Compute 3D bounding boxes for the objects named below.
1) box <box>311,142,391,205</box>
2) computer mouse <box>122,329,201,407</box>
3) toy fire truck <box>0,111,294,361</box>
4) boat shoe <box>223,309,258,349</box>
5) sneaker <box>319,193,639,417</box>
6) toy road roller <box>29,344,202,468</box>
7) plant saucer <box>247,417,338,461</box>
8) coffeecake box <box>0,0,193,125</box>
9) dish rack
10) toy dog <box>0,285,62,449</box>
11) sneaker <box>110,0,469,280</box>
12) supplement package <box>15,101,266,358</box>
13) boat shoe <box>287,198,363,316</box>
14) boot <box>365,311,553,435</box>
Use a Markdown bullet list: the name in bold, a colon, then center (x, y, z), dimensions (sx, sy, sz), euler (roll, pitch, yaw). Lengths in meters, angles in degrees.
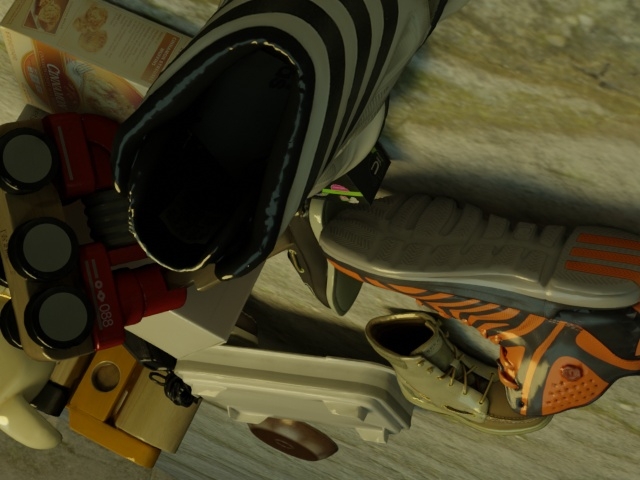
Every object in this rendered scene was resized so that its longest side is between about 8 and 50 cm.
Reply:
- **box**: center (0.010, -0.072, 1.017), dimensions (0.083, 0.052, 0.062), euler (9, 154, 37)
- **computer mouse**: center (-0.262, 0.129, 1.670), dimensions (0.272, 0.072, 0.188), euler (45, -178, 5)
- **toy fire truck**: center (-0.175, -0.017, 1.035), dimensions (0.246, 0.217, 0.158), euler (-13, 180, -31)
- **boat shoe**: center (-0.226, 0.068, 1.518), dimensions (0.324, 0.096, 0.116), euler (21, 147, -18)
- **sneaker**: center (0.149, 0.070, 1.023), dimensions (0.321, 0.124, 0.180), euler (13, 131, 29)
- **toy road roller**: center (-0.348, 0.248, 1.944), dimensions (0.329, 0.202, 0.240), euler (24, 171, 16)
- **plant saucer**: center (-0.064, 0.379, 2.138), dimensions (0.198, 0.036, 0.198), euler (22, 159, 9)
- **coffeecake box**: center (-0.187, -0.150, 1.028), dimensions (0.185, 0.068, 0.142), euler (23, 158, 4)
- **dish rack**: center (-0.033, 0.221, 1.581), dimensions (0.333, 0.072, 0.285), euler (6, 162, 17)
- **toy dog**: center (-0.475, 0.109, 1.641), dimensions (0.395, 0.284, 0.408), euler (40, -179, 0)
- **sneaker**: center (-0.064, -0.079, 0.768), dimensions (0.169, 0.257, 0.447), euler (41, 155, 0)
- **supplement package**: center (-0.212, -0.024, 1.193), dimensions (0.293, 0.177, 0.175), euler (31, 158, -15)
- **boat shoe**: center (0.000, 0.000, 1.161), dimensions (0.069, 0.081, 0.228), euler (20, 151, 21)
- **boot**: center (0.168, 0.159, 1.344), dimensions (0.213, 0.077, 0.165), euler (11, 152, 33)
